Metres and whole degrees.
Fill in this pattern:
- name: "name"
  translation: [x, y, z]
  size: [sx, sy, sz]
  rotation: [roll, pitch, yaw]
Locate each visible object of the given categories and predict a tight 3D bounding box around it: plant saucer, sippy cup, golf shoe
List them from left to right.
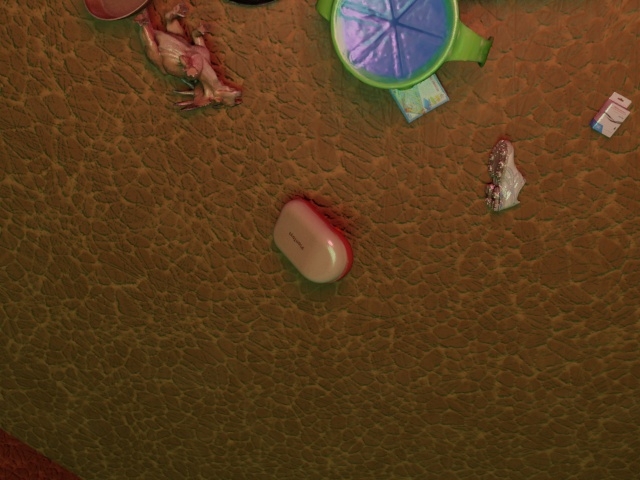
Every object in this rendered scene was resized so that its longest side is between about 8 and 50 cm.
- name: "plant saucer"
  translation: [-0.395, -0.529, 1.264]
  size: [0.199, 0.198, 0.036]
  rotation: [-16, 159, 17]
- name: "sippy cup"
  translation: [0.160, -0.413, 1.189]
  size: [0.240, 0.224, 0.305]
  rotation: [-34, 92, 24]
- name: "golf shoe"
  translation: [0.436, -0.154, 1.433]
  size: [0.086, 0.069, 0.176]
  rotation: [-8, 125, -11]

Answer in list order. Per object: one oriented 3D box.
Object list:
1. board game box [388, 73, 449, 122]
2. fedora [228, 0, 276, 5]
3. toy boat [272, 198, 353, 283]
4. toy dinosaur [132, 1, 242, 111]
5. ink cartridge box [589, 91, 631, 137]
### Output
- name: "board game box"
  translation: [0.200, -0.349, 1.355]
  size: [0.103, 0.026, 0.154]
  rotation: [-27, 114, 22]
- name: "fedora"
  translation: [-0.163, -0.608, 1.174]
  size: [0.334, 0.152, 0.334]
  rotation: [4, 121, 6]
- name: "toy boat"
  translation: [0.000, 0.000, 1.533]
  size: [0.231, 0.151, 0.151]
  rotation: [47, 126, 29]
- name: "toy dinosaur"
  translation: [-0.315, -0.394, 1.353]
  size: [0.296, 0.127, 0.200]
  rotation: [41, 155, 1]
- name: "ink cartridge box"
  translation: [0.633, -0.273, 1.342]
  size: [0.048, 0.028, 0.083]
  rotation: [25, 121, -8]
